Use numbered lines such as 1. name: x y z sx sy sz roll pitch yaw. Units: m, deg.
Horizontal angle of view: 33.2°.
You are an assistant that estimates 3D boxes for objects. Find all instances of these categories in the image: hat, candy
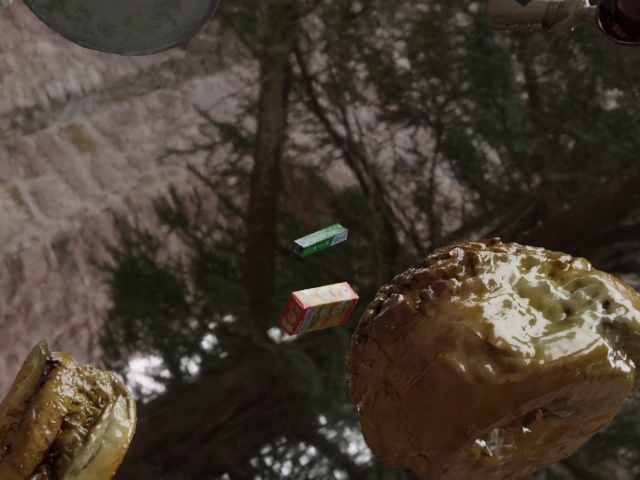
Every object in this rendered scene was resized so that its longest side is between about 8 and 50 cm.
1. hat: 0.437 -0.329 1.359 0.205 0.205 0.089 27 -14 50
2. candy: -0.002 0.106 1.671 0.038 0.122 0.062 48 -53 31

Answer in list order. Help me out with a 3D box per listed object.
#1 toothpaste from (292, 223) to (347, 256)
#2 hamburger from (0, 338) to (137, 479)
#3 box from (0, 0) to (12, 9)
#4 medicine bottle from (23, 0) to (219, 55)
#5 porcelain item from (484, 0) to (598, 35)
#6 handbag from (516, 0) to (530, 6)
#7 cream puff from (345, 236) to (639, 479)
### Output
1. toothpaste: 0.000 0.000 1.408 0.020 0.083 0.017 33 -52 35
2. hamburger: -0.356 0.262 1.431 0.163 0.244 0.244 27 -22 -16
3. box: -0.461 -0.398 1.284 0.168 0.071 0.259 59 -9 18
4. medicine bottle: -0.176 -0.339 1.054 0.290 0.245 0.245 -84 180 -45
5. porcelain item: 0.343 -0.328 1.544 0.213 0.084 0.054 15 -13 37
6. handbag: 0.143 -0.325 1.017 0.221 0.057 0.144 34 -26 -9
7. cream puff: 0.190 0.121 1.192 0.327 0.343 0.231 41 19 -54
